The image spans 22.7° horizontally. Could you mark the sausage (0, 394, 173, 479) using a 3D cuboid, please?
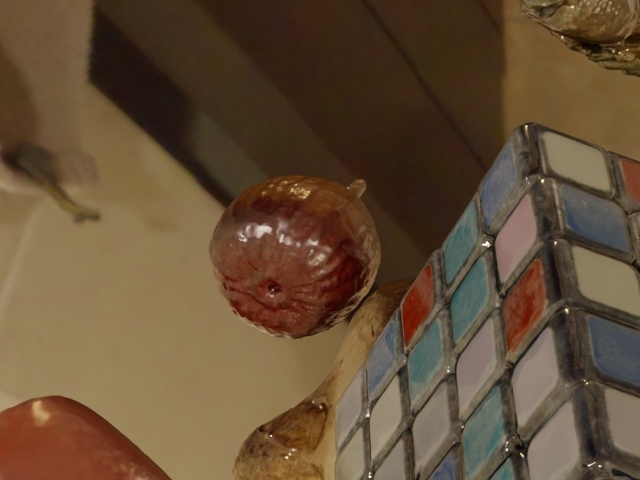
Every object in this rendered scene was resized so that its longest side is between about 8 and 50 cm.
[{"bbox_3d":[-0.164,0.213,1.157,0.254,0.148,0.148,39,87,20],"label":"sausage"}]

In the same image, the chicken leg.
[{"bbox_3d":[0.128,-0.106,0.684,0.085,0.198,0.069,28,105,14],"label":"chicken leg"}]

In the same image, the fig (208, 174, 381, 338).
[{"bbox_3d":[-0.007,0.012,1.104,0.119,0.153,0.119,0,90,22],"label":"fig"}]

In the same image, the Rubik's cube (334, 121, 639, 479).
[{"bbox_3d":[0.191,0.151,0.968,0.292,0.293,0.287,-57,22,35],"label":"Rubik's cube"}]

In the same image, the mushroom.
[{"bbox_3d":[0.074,0.202,1.580,0.345,0.239,0.345,0,90,60],"label":"mushroom"}]
